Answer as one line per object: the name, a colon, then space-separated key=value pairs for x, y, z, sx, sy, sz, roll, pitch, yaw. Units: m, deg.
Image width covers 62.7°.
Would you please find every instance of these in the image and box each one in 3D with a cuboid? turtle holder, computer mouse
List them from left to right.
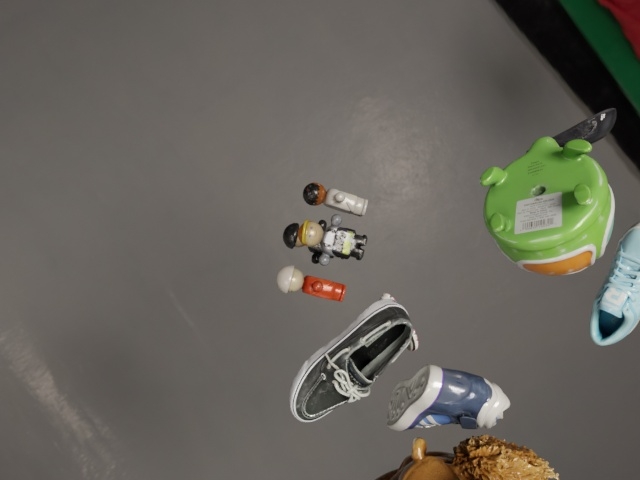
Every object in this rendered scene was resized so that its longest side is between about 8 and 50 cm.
turtle holder: x=0.468 y=-0.068 z=1.099 sx=0.227 sy=0.243 sz=0.320 roll=46 pitch=17 yaw=-34
computer mouse: x=0.801 y=-0.316 z=1.649 sx=0.189 sy=0.272 sz=0.072 roll=-13 pitch=76 yaw=-49

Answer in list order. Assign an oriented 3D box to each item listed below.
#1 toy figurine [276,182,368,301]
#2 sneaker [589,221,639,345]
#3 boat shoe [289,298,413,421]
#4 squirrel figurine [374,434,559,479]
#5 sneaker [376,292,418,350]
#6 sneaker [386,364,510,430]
toy figurine: x=0.000 y=0.000 z=1.084 sx=0.148 sy=0.209 sz=0.212 roll=15 pitch=44 yaw=-6
sneaker: x=0.809 y=0.133 z=1.387 sx=0.135 sy=0.150 sz=0.365 roll=23 pitch=-54 yaw=39
boat shoe: x=0.059 y=0.247 z=0.992 sx=0.113 sy=0.306 sz=0.105 roll=45 pitch=8 yaw=-19
squirrel figurine: x=0.289 y=0.534 z=1.140 sx=0.281 sy=0.397 sz=0.370 roll=57 pitch=-8 yaw=39
sneaker: x=0.182 y=0.218 z=1.328 sx=0.170 sy=0.075 sz=0.063 roll=58 pitch=-14 yaw=-13
sneaker: x=0.315 y=0.416 z=1.282 sx=0.237 sy=0.322 sz=0.130 roll=19 pitch=54 yaw=-3
